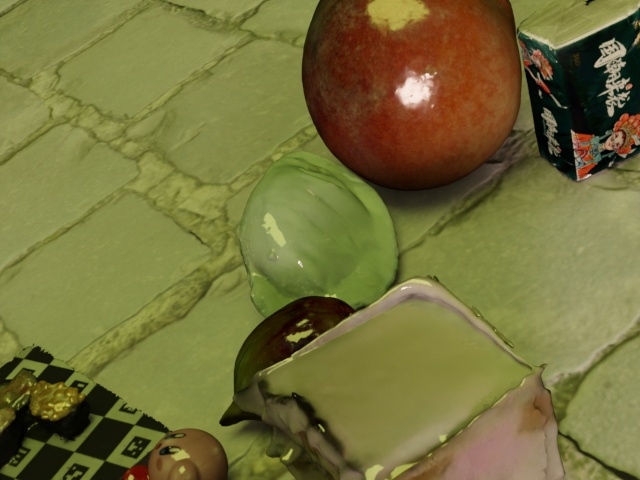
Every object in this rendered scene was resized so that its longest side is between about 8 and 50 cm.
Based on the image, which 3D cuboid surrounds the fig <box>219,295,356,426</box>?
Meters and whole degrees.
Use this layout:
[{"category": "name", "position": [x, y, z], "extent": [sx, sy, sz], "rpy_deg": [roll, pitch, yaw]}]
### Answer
[{"category": "fig", "position": [-0.027, 0.116, 0.943], "extent": [0.154, 0.109, 0.103], "rpy_deg": [-43, 48, 18]}]

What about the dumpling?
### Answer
[{"category": "dumpling", "position": [-0.011, 0.005, 1.067], "extent": [0.108, 0.152, 0.219], "rpy_deg": [-43, 29, 48]}]

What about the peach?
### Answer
[{"category": "peach", "position": [0.093, -0.186, 1.120], "extent": [0.252, 0.252, 0.252], "rpy_deg": [-13, 40, 11]}]

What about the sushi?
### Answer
[{"category": "sushi", "position": [-0.287, 0.176, 0.998], "extent": [0.192, 0.043, 0.279], "rpy_deg": [-41, 35, -22]}]

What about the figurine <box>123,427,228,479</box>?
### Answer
[{"category": "figurine", "position": [-0.112, 0.191, 0.909], "extent": [0.071, 0.067, 0.083], "rpy_deg": [-30, 13, 29]}]

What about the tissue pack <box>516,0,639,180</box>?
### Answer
[{"category": "tissue pack", "position": [0.261, -0.154, 1.055], "extent": [0.103, 0.170, 0.090], "rpy_deg": [-29, 40, -7]}]

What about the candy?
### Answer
[{"category": "candy", "position": [0.067, 0.142, 0.829], "extent": [0.195, 0.137, 0.185], "rpy_deg": [-32, 40, -15]}]
